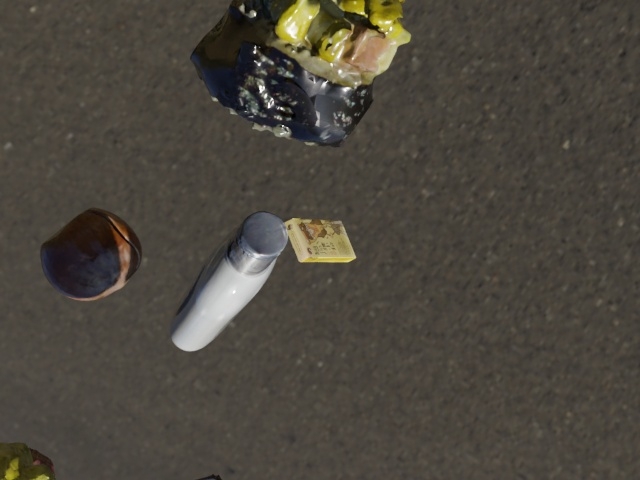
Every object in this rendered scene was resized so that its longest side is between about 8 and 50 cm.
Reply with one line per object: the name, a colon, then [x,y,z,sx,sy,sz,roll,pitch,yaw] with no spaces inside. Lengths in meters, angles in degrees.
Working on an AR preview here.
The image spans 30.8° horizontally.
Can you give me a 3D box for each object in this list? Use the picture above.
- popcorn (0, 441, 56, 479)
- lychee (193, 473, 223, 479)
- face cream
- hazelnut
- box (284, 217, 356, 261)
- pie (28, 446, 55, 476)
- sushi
popcorn: [-0.249,0.262,0.866,0.255,0.195,0.256,38,147,45]
lychee: [-0.130,0.439,1.883,0.101,0.114,0.140,148,102,-74]
face cream: [-0.104,0.042,1.366,0.071,0.144,0.291,36,155,-4]
hazelnut: [-0.361,0.027,1.836,0.143,0.154,0.143,32,145,26]
box: [0.000,0.000,1.883,0.020,0.149,0.073,-31,73,31]
pie: [-0.406,0.336,1.396,0.054,0.204,0.219,46,149,-24]
sushi: [-0.025,-0.350,1.996,0.329,0.328,0.285,27,117,2]
